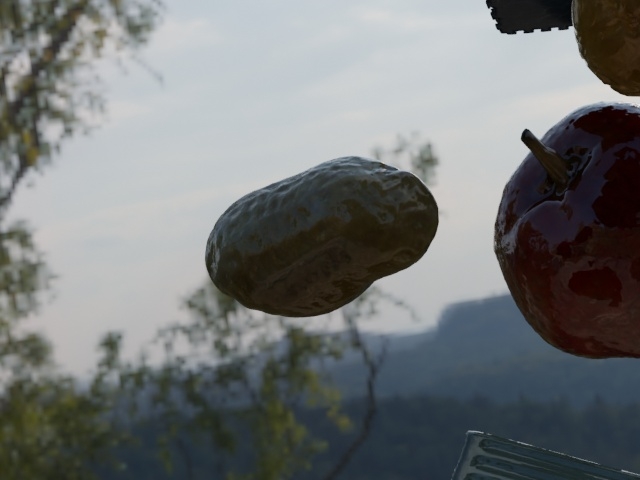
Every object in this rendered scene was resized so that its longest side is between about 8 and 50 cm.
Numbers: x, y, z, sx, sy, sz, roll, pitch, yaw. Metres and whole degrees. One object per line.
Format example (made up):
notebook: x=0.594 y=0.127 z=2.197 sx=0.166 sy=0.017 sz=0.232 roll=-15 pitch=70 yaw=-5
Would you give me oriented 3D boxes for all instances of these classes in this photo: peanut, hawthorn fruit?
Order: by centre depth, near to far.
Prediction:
peanut: x=0.000 y=0.000 z=1.416 sx=0.224 sy=0.129 sz=0.129 roll=-22 pitch=-12 yaw=32
hawthorn fruit: x=0.312 y=-0.025 z=1.750 sx=0.287 sy=0.287 sz=0.330 roll=-13 pitch=-40 yaw=37

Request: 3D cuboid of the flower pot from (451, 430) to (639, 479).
flower pot: x=0.207 y=0.315 z=1.523 sx=0.190 sy=0.239 sz=0.209 roll=14 pitch=14 yaw=14

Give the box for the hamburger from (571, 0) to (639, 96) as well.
hamburger: x=0.364 y=-0.245 z=1.379 sx=0.319 sy=0.318 sz=0.158 roll=-13 pitch=7 yaw=33

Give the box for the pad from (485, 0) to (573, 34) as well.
pad: x=0.283 y=-0.310 z=1.672 sx=0.270 sy=0.012 sz=0.269 roll=-2 pitch=-32 yaw=24
